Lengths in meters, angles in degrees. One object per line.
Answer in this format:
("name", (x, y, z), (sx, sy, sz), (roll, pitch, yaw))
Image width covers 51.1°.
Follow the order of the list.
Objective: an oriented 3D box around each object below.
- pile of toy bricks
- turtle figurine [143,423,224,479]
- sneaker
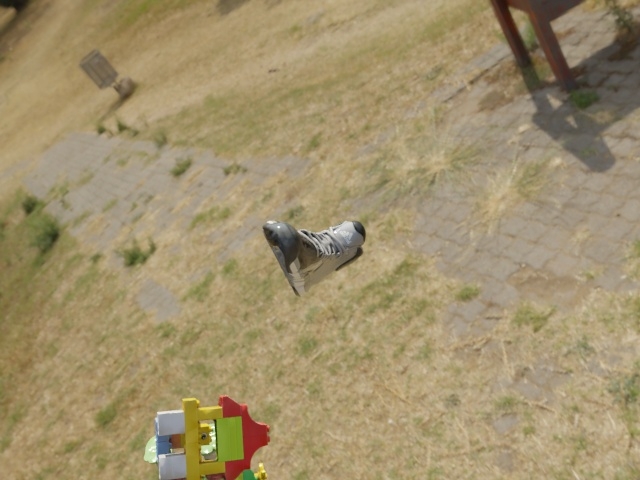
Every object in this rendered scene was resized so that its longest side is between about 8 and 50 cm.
("pile of toy bricks", (-0.072, 0.227, 0.524), (0.105, 0.212, 0.118), (-2, -9, -16))
("turtle figurine", (-0.203, 0.467, 1.126), (0.197, 0.266, 0.274), (5, 28, 28))
("sneaker", (0.000, 0.000, 0.925), (0.132, 0.086, 0.229), (-28, -14, -5))
